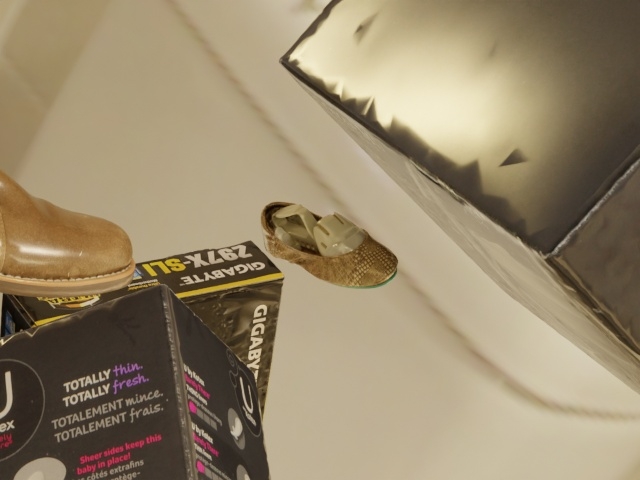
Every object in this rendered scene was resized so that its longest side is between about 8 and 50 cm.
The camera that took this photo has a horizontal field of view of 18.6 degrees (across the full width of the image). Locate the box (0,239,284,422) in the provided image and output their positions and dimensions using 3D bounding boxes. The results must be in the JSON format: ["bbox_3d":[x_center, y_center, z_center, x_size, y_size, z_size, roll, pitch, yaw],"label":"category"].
[{"bbox_3d":[-0.177,0.171,1.845,0.257,0.322,0.079,-10,35,-29],"label":"box"}]

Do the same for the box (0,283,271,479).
[{"bbox_3d":[-0.118,0.190,1.132,0.143,0.165,0.270,51,25,-56],"label":"box"}]

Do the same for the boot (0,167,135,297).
[{"bbox_3d":[-0.246,-0.039,1.316,0.305,0.115,0.112,16,10,-34],"label":"boot"}]

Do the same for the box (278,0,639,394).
[{"bbox_3d":[0.291,-0.068,1.951,0.472,0.297,0.480,45,-3,-40],"label":"box"}]

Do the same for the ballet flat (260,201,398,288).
[{"bbox_3d":[0.000,0.000,2.075,0.073,0.067,0.206,-40,32,-27],"label":"ballet flat"}]
